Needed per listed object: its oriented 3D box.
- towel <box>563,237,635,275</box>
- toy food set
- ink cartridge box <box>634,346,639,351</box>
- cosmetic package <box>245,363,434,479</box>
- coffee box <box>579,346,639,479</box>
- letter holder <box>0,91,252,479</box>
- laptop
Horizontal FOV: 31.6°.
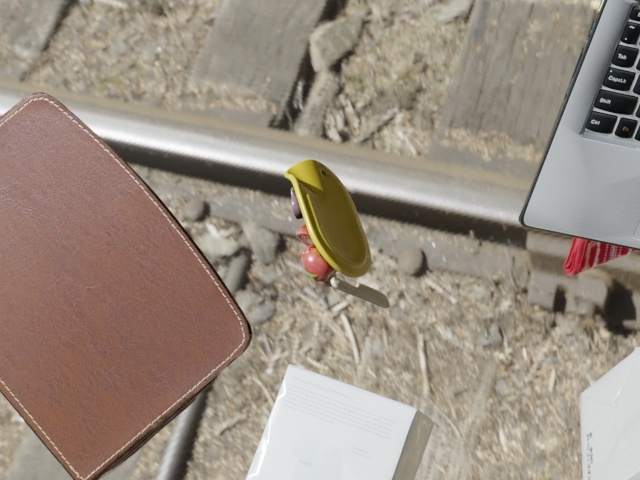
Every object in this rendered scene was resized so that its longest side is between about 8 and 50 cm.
[{"bbox_3d":[0.451,-0.051,1.471,0.275,0.198,0.031,-18,56,-14],"label":"towel"},{"bbox_3d":[0.000,0.000,1.501,0.071,0.128,0.217,-33,61,29],"label":"toy food set"},{"bbox_3d":[0.521,0.250,1.601,0.171,0.056,0.235,-9,47,33],"label":"ink cartridge box"},{"bbox_3d":[0.028,0.341,1.767,0.224,0.138,0.224,17,80,22],"label":"cosmetic package"},{"bbox_3d":[0.367,0.223,1.044,0.247,0.098,0.141,29,39,-14],"label":"coffee box"},{"bbox_3d":[-0.221,0.039,1.058,0.214,0.152,0.302,-41,86,-3],"label":"letter holder"},{"bbox_3d":[0.426,-0.091,0.950,0.382,0.407,0.236,12,31,-7],"label":"laptop"}]
